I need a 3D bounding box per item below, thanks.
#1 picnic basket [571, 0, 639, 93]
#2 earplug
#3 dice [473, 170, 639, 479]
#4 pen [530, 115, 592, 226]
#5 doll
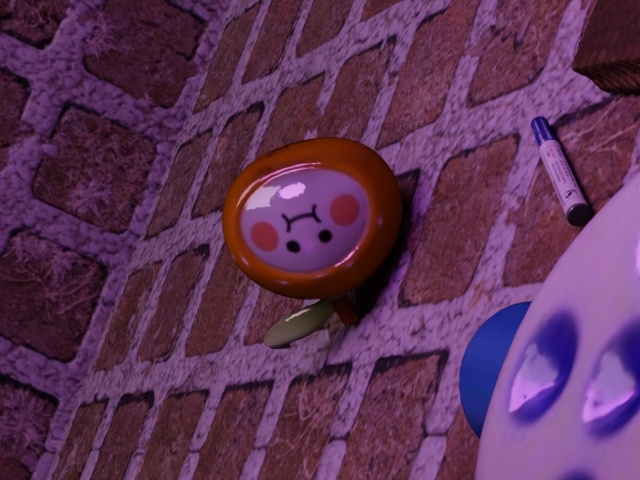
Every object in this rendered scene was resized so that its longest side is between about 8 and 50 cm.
[{"bbox_3d":[0.301,-0.196,1.729,0.110,0.055,0.193,-68,16,-7],"label":"picnic basket"},{"bbox_3d":[0.224,0.124,1.428,0.132,0.132,0.273,-67,21,-5],"label":"earplug"},{"bbox_3d":[0.275,0.122,1.041,0.304,0.277,0.304,-55,22,35],"label":"dice"},{"bbox_3d":[0.232,-0.071,1.811,0.025,0.025,0.204,-58,19,22],"label":"pen"},{"bbox_3d":[0.000,0.000,2.154,0.213,0.213,0.236,-153,45,-72],"label":"doll"}]
